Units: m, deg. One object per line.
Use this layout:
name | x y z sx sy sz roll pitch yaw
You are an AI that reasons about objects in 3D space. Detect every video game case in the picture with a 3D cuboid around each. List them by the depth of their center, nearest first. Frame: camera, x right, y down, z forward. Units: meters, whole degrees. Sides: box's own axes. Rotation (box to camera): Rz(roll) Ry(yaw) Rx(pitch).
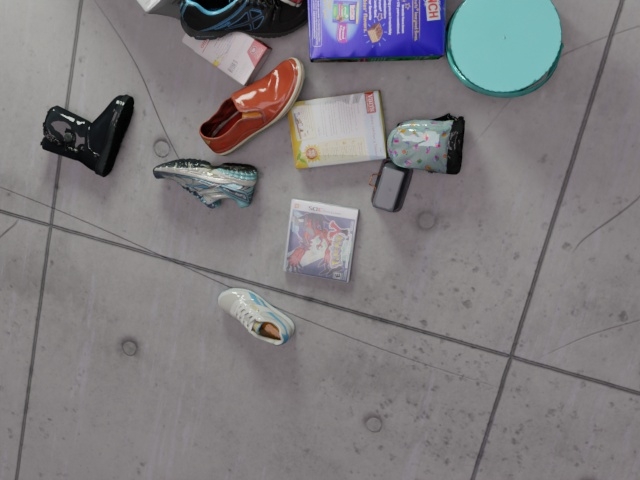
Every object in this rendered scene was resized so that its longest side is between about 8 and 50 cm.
video game case | 0.000 0.000 2.002 0.183 0.023 0.201 10 104 10

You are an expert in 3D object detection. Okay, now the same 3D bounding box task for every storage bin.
storage bin | 0.169 -0.136 1.902 0.098 0.091 0.135 18 104 8

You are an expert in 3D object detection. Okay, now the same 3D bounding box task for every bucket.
bucket | 0.419 -0.458 1.730 0.281 0.183 0.281 3 103 11

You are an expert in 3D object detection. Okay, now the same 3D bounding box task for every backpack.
backpack | 0.256 -0.236 1.850 0.182 0.115 0.152 7 106 13

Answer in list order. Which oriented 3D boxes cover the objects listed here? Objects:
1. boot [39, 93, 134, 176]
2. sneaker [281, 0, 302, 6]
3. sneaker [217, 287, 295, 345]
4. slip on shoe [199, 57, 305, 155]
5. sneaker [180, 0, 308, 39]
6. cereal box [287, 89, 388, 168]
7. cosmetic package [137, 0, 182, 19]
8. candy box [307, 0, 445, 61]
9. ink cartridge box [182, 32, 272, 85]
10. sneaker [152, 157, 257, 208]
boot | -0.632 -0.314 2.028 0.207 0.094 0.246 27 112 1
sneaker | -0.080 -0.675 1.760 0.118 0.107 0.279 -35 57 47
sneaker | -0.180 0.204 2.050 0.228 0.092 0.087 27 108 6
slip on shoe | -0.173 -0.341 1.907 0.331 0.101 0.123 -37 58 18
sneaker | -0.167 -0.560 1.813 0.340 0.139 0.125 -13 81 -9
cereal box | 0.044 -0.280 1.919 0.240 0.047 0.173 -5 100 12
cosmetic package | -0.446 -0.744 1.836 0.156 0.217 0.385 -38 91 17
candy box | 0.129 -0.560 1.778 0.317 0.122 0.268 -1 101 2
ink cartridge box | -0.238 -0.496 1.921 0.198 0.067 0.115 35 106 1
sneaker | -0.310 -0.144 1.994 0.283 0.110 0.122 8 107 10
